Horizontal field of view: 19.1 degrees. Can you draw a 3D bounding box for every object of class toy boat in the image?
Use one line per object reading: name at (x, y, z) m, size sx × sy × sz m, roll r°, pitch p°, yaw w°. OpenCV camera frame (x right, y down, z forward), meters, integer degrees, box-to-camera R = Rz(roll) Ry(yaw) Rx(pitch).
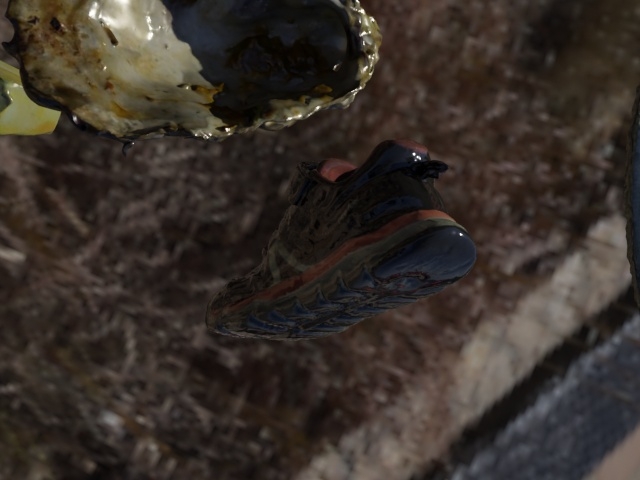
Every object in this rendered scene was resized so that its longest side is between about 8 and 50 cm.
toy boat at (-0.267, -0.112, 1.372) m, size 0.172 × 0.066 × 0.065 m, roll 17°, pitch 103°, yaw -22°

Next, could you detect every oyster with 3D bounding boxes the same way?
oyster at (-0.052, -0.088, 0.843) m, size 0.177 × 0.105 × 0.056 m, roll -14°, pitch 156°, yaw -26°

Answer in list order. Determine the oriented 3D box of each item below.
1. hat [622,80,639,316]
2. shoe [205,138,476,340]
hat at (0.285, -0.020, 1.054) m, size 0.257 × 0.130 × 0.257 m, roll 1°, pitch 89°, yaw -51°
shoe at (0.000, 0.000, 1.545) m, size 0.114 × 0.291 × 0.137 m, roll 8°, pitch 65°, yaw -42°
